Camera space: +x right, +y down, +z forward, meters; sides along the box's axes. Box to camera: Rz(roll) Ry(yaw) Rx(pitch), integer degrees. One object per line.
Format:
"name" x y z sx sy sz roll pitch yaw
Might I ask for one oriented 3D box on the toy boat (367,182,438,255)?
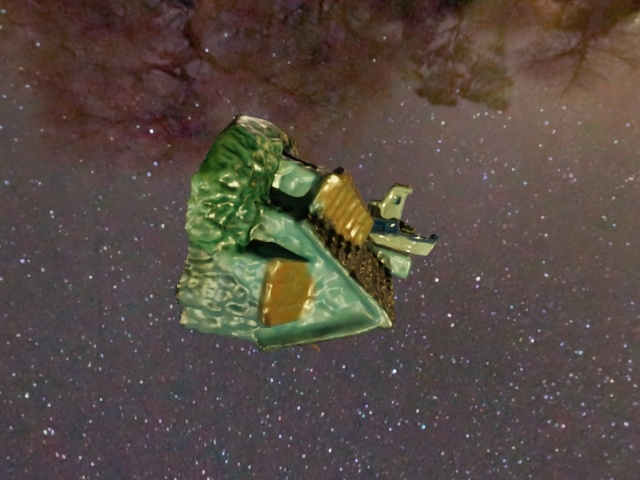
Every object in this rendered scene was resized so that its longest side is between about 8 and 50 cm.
"toy boat" 0.076 -0.048 0.742 0.262 0.115 0.114 9 -177 17

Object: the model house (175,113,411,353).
"model house" 0.000 0.000 0.495 0.241 0.226 0.261 18 -163 3

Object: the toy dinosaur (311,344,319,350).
"toy dinosaur" -0.086 0.107 0.644 0.220 0.108 0.032 29 -137 23
